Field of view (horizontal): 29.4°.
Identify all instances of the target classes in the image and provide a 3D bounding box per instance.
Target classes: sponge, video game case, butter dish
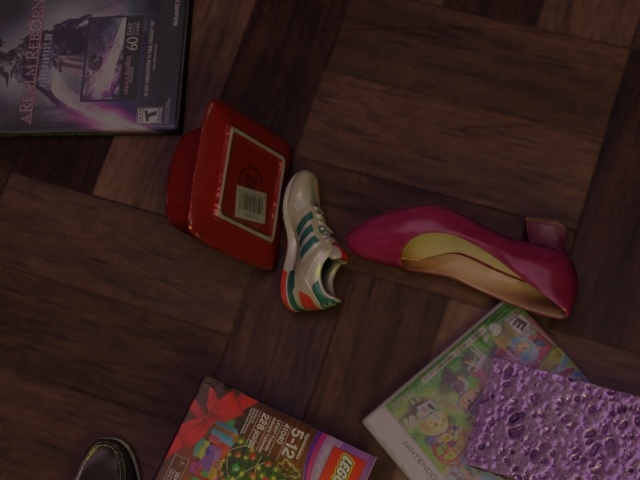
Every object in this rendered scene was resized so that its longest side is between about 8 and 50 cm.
[{"bbox_3d":[0.257,0.199,1.214,0.210,0.031,0.117,14,78,25],"label":"sponge"},{"bbox_3d":[-0.295,-0.221,1.489,0.274,0.026,0.196,0,74,10],"label":"video game case"},{"bbox_3d":[0.183,0.195,1.277,0.212,0.023,0.193,-40,71,-2],"label":"video game case"},{"bbox_3d":[-0.120,-0.057,1.358,0.118,0.160,0.159,-3,72,34],"label":"butter dish"}]

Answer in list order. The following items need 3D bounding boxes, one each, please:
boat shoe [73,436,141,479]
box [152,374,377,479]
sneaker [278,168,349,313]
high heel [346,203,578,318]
[{"bbox_3d":[-0.242,0.321,1.300,0.081,0.068,0.227,2,75,11],"label":"boat shoe"},{"bbox_3d":[-0.094,0.311,1.249,0.201,0.057,0.293,26,80,-3],"label":"box"},{"bbox_3d":[0.000,0.000,1.341,0.075,0.057,0.161,-3,77,31],"label":"sneaker"},{"bbox_3d":[0.147,0.031,1.289,0.244,0.082,0.117,5,48,1],"label":"high heel"}]
